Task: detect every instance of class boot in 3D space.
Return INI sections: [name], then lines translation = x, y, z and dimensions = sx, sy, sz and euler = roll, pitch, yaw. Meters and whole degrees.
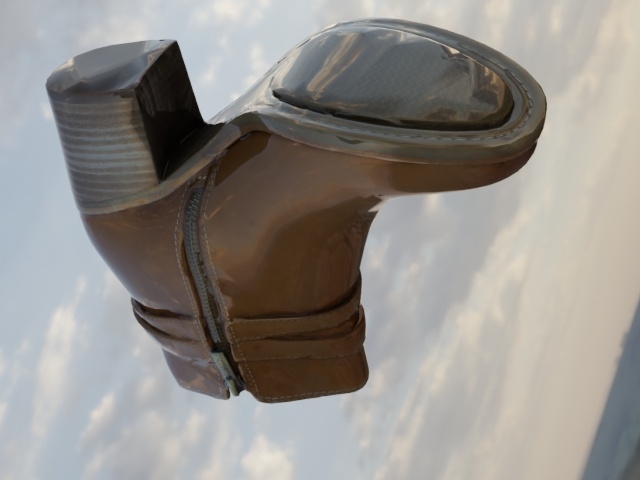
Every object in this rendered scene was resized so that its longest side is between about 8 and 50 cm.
[boot]
translation = 0.000, 0.000, 0.486
dimensions = 0.073, 0.197, 0.152
euler = -50, -45, -41
